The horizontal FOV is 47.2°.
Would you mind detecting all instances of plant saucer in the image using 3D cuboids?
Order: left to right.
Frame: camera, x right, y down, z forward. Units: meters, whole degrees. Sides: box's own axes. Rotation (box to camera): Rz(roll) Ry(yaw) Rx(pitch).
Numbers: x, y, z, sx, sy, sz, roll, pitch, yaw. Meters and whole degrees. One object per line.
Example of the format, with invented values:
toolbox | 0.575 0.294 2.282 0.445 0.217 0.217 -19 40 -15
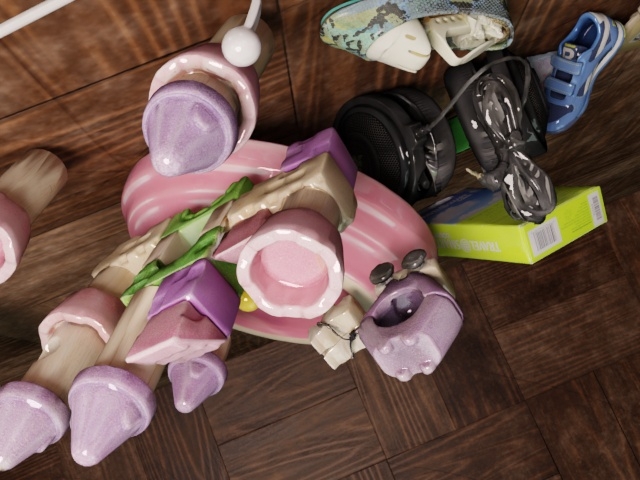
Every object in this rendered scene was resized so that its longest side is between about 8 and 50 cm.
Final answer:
plant saucer | -0.049 0.024 0.754 0.332 0.084 0.332 10 153 5

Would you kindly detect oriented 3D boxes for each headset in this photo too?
headset | 0.141 -0.093 0.777 0.244 0.185 0.394 -23 179 -3

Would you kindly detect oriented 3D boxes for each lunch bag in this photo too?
lunch bag | 0.267 -0.192 0.887 0.071 0.053 0.083 -18 141 -20

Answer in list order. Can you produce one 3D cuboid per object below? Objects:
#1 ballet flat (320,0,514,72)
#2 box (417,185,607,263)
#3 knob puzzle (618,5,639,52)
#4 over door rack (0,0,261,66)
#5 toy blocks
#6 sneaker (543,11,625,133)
ballet flat | 0.091 -0.176 0.621 0.189 0.070 0.070 -17 166 -24
box | 0.175 -0.019 0.730 0.109 0.042 0.178 -25 -166 -26
knob puzzle | 0.432 -0.288 0.829 0.213 0.030 0.213 -21 168 -5
over door rack | -0.092 -0.154 0.291 0.324 0.108 0.239 -21 167 -9
toy blocks | -0.090 0.058 0.512 0.289 0.309 0.260 -26 -154 24
sneaker | 0.282 -0.191 0.825 0.059 0.053 0.144 15 105 -46
